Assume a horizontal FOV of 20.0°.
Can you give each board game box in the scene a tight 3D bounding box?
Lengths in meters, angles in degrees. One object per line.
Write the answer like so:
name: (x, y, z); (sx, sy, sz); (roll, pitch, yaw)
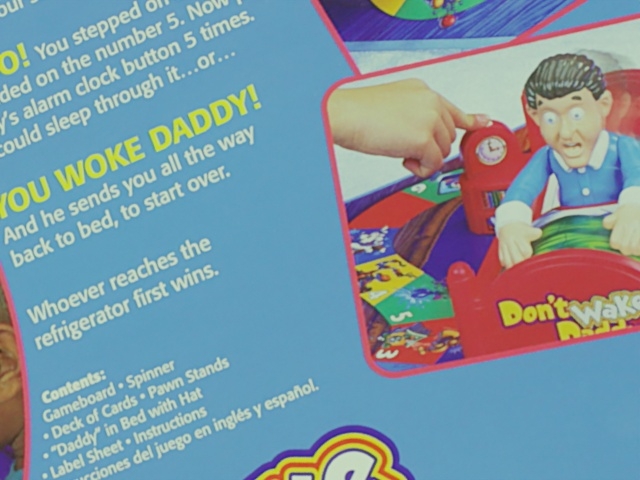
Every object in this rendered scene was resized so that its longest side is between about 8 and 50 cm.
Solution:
board game box: (-0.070, 0.016, 0.375); (0.078, 0.347, 0.233); (42, 27, -75)
